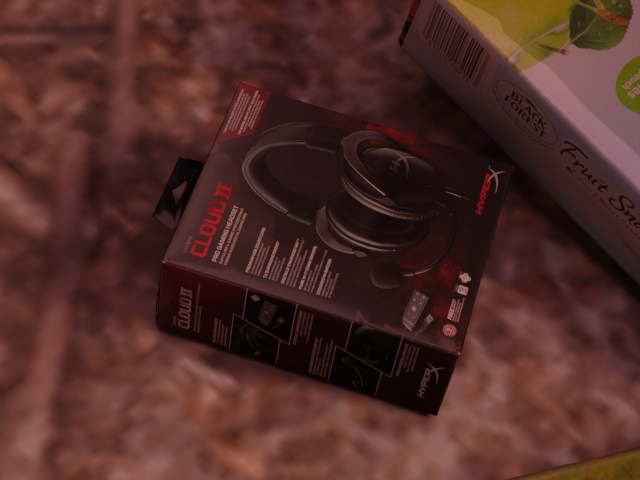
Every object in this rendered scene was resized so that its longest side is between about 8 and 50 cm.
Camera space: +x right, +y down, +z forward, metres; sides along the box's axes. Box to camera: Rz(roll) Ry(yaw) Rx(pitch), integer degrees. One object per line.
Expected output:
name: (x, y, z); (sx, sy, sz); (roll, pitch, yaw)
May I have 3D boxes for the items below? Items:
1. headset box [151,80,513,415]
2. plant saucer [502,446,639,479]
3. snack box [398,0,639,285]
headset box: (0.000, 0.000, 0.410); (0.083, 0.032, 0.062); (19, 54, 4)
plant saucer: (0.128, 0.084, 0.310); (0.188, 0.045, 0.188); (-11, 14, -16)
snack box: (0.105, -0.039, 0.434); (0.100, 0.037, 0.141); (-37, 76, -22)
